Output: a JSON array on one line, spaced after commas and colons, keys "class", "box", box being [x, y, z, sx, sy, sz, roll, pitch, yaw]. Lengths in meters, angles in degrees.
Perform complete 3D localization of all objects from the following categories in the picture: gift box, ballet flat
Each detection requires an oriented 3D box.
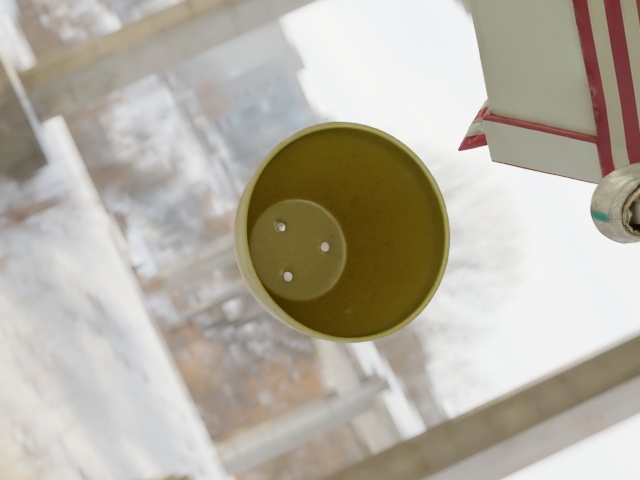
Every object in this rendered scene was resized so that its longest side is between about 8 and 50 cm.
[{"class": "gift box", "box": [0.230, -0.159, 1.256, 0.255, 0.276, 0.258, 18, -35, 31]}, {"class": "ballet flat", "box": [0.228, -0.027, 0.982, 0.052, 0.168, 0.057, -124, -161, -81]}]

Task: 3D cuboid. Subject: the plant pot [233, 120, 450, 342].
[{"class": "plant pot", "box": [0.000, 0.000, 1.145, 0.134, 0.134, 0.095, 66, -22, -3]}]
